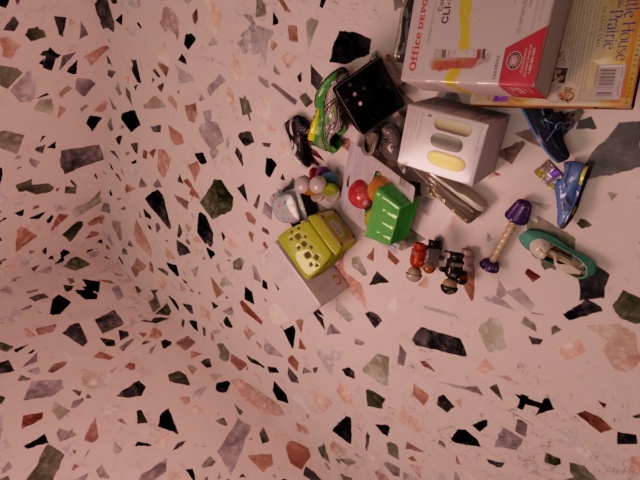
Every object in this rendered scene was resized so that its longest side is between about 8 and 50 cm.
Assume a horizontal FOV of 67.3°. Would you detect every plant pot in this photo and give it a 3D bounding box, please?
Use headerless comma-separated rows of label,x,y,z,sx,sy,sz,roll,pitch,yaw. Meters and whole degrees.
plant pot,0.146,-0.503,1.666,0.188,0.188,0.167,55,177,-26
plant pot,0.000,0.000,2.026,0.207,0.227,0.228,-38,83,28

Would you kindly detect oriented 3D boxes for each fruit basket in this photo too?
fruit basket,0.211,-0.163,1.845,0.353,0.166,0.326,48,143,38

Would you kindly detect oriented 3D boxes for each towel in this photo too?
towel,0.708,-0.203,1.487,0.083,0.009,0.060,51,132,9

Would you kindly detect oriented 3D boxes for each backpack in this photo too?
backpack,-0.133,-0.156,2.128,0.189,0.144,0.165,-3,113,44

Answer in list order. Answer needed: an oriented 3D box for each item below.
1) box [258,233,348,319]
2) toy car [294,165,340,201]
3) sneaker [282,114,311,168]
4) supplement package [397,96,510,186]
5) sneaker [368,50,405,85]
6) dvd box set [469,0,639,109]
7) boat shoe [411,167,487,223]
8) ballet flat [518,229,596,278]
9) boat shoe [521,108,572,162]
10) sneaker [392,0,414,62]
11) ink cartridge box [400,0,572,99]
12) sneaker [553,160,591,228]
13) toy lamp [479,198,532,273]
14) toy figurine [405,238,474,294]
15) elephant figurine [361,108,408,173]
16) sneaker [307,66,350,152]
box,-0.076,0.144,2.169,0.345,0.215,0.168,54,134,7
toy car,-0.005,-0.241,1.995,0.182,0.159,0.136,5,76,39
sneaker,-0.072,-0.415,1.994,0.121,0.079,0.216,-23,93,45
supplement package,0.422,-0.324,1.539,0.263,0.198,0.199,24,124,29
sneaker,0.232,-0.599,1.666,0.161,0.057,0.075,41,136,22
dvd box set,0.639,-0.517,1.311,0.421,0.062,0.307,12,102,36
boat shoe,0.426,-0.179,1.668,0.305,0.109,0.091,41,126,13
ballet flat,0.741,0.043,1.522,0.247,0.087,0.083,31,128,26
boat shoe,0.659,-0.349,1.395,0.089,0.109,0.258,-30,91,41
sneaker,0.316,-0.686,1.555,0.118,0.083,0.221,16,118,16
ink cartridge box,0.440,-0.553,1.318,0.385,0.161,0.278,17,103,36
sneaker,0.741,-0.139,1.452,0.082,0.069,0.209,24,122,33
toy lamp,0.620,-0.013,1.605,0.080,0.080,0.274,32,128,25
toy figurine,0.430,0.092,1.720,0.213,0.210,0.148,16,103,30
elephant figurine,0.224,-0.367,1.740,0.240,0.186,0.169,11,152,48
sneaker,0.060,-0.493,1.831,0.146,0.134,0.343,30,136,17
